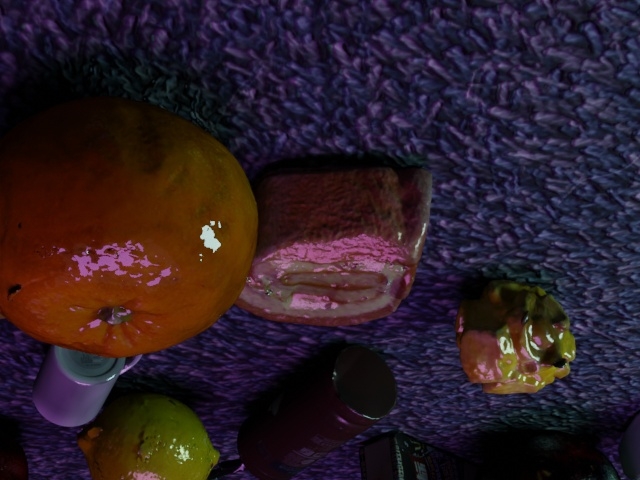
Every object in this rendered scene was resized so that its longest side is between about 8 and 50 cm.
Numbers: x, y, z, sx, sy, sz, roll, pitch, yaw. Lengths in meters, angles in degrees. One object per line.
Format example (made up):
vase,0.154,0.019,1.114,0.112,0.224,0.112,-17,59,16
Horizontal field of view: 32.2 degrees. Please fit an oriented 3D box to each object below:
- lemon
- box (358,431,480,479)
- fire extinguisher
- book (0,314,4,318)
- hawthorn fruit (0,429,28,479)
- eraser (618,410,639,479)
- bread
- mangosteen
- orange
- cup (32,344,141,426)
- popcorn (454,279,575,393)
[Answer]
lemon,-0.252,0.305,1.607,0.206,0.174,0.173,20,139,-27
box,0.199,0.463,1.875,0.084,0.198,0.310,-27,141,33
fire extinguisher,-0.038,0.276,1.633,0.135,0.114,0.337,-4,153,-41
book,-0.438,0.053,1.346,0.118,0.012,0.172,-7,146,3
hawthorn fruit,-0.523,0.368,1.687,0.168,0.169,0.188,-1,150,-6
eraser,0.661,0.329,1.819,0.289,0.104,0.189,3,142,-13
bread,-0.002,0.007,1.234,0.244,0.123,0.190,0,148,-5
mangosteen,0.383,0.441,1.805,0.287,0.288,0.288,-3,146,-2
orange,-0.200,-0.014,1.083,0.283,0.226,0.284,-3,152,-2
cup,-0.312,0.164,1.476,0.099,0.136,0.133,36,139,2
popcorn,0.247,0.123,1.421,0.167,0.149,0.152,-6,174,-23
